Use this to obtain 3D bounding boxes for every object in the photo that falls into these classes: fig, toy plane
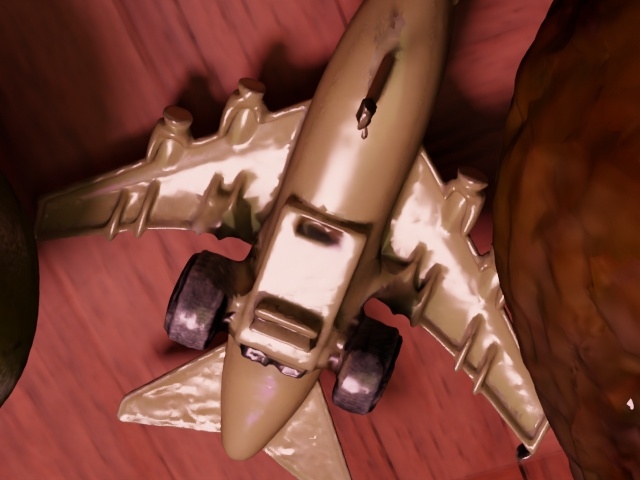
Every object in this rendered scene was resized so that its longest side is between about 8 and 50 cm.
[{"bbox_3d":[0.162,0.063,0.496,0.286,0.286,0.369,20,116,-13],"label":"fig"},{"bbox_3d":[0.000,0.000,0.578,0.242,0.104,0.256,23,128,3],"label":"toy plane"}]

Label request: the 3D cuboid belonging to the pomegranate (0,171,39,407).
[{"bbox_3d":[-0.206,-0.007,0.530,0.202,0.202,0.248,7,93,-5],"label":"pomegranate"}]
